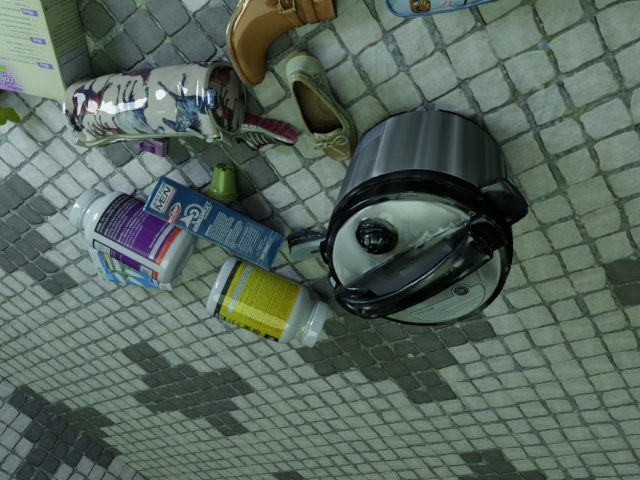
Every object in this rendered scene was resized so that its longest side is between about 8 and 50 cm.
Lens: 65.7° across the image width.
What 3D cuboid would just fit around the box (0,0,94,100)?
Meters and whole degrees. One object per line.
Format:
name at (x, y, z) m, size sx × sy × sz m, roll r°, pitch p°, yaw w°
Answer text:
box at (-0.664, -0.467, 1.126) m, size 0.214 × 0.117 × 0.243 m, roll 12°, pitch 131°, yaw 7°

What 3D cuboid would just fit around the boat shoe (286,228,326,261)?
boat shoe at (0.000, 0.000, 1.356) m, size 0.183 × 0.083 × 0.065 m, roll -8°, pitch 132°, yaw -11°

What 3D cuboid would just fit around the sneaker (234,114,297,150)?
sneaker at (-0.135, -0.247, 1.184) m, size 0.170 × 0.063 × 0.074 m, roll 16°, pitch 132°, yaw 11°

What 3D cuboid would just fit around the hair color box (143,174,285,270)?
hair color box at (-0.271, -0.043, 1.316) m, size 0.347 × 0.105 × 0.174 m, roll 26°, pitch 176°, yaw -6°

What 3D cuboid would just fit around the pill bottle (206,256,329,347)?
pill bottle at (-0.153, 0.192, 1.479) m, size 0.334 × 0.188 × 0.188 m, roll 23°, pitch 132°, yaw -2°

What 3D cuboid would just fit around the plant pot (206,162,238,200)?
plant pot at (-0.252, -0.157, 1.294) m, size 0.083 × 0.083 × 0.079 m, roll 16°, pitch 120°, yaw 4°

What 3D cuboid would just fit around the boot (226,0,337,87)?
boot at (-0.073, -0.442, 0.983) m, size 0.220 × 0.109 × 0.283 m, roll 4°, pitch 123°, yaw 9°

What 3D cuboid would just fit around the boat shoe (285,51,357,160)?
boat shoe at (0.000, -0.265, 1.079) m, size 0.105 × 0.089 × 0.285 m, roll -14°, pitch 139°, yaw 22°

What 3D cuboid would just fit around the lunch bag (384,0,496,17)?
lunch bag at (0.235, -0.513, 0.806) m, size 0.303 × 0.115 × 0.243 m, roll -4°, pitch 126°, yaw 22°

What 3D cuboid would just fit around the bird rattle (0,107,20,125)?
bird rattle at (-0.888, -0.384, 1.224) m, size 0.143 × 0.207 × 0.253 m, roll -29°, pitch 146°, yaw -13°

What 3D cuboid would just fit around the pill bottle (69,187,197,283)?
pill bottle at (-0.532, -0.021, 1.416) m, size 0.323 × 0.181 × 0.181 m, roll 28°, pitch 132°, yaw -3°

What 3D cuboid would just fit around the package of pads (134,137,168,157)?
package of pads at (-0.441, -0.254, 1.293) m, size 0.083 × 0.032 × 0.050 m, roll 21°, pitch 131°, yaw -1°

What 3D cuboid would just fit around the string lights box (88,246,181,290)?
string lights box at (-0.591, 0.073, 1.591) m, size 0.260 × 0.076 × 0.133 m, roll 7°, pitch 130°, yaw 12°

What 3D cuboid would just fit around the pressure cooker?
pressure cooker at (0.198, -0.028, 1.023) m, size 0.376 × 0.420 × 0.369 m, roll 10°, pitch 131°, yaw 9°

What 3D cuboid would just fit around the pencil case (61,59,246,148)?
pencil case at (-0.382, -0.300, 1.134) m, size 0.410 × 0.183 × 0.160 m, roll -1°, pitch 160°, yaw 17°
